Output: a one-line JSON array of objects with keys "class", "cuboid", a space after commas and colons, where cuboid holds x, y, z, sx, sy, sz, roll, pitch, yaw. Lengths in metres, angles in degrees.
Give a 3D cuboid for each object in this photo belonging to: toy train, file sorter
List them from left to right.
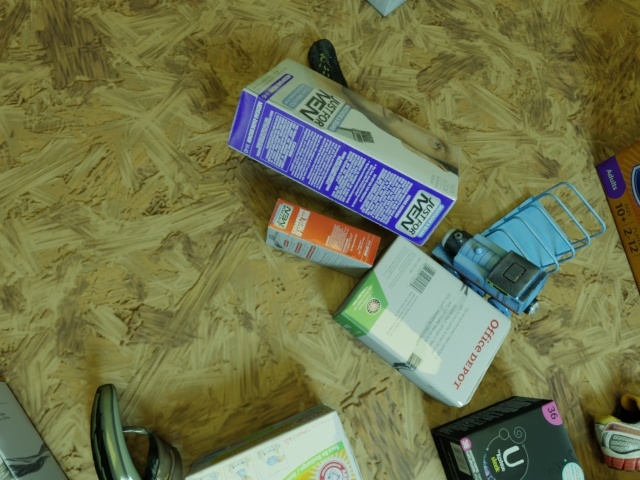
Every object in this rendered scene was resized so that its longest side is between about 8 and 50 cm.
[{"class": "toy train", "cuboid": [0.263, 0.045, 0.681, 0.080, 0.105, 0.184, -43, 58, -11]}, {"class": "file sorter", "cuboid": [0.372, -0.005, 0.737, 0.170, 0.104, 0.118, -33, 81, -16]}]

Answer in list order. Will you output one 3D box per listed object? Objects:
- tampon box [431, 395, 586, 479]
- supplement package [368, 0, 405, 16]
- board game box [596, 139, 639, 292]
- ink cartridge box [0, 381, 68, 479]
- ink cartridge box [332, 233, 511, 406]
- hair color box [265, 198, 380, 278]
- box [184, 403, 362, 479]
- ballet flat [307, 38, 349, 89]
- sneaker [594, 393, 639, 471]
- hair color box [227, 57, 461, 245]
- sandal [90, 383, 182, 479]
[{"class": "tampon box", "cuboid": [0.270, 0.315, 0.628, 0.160, 0.101, 0.121, -15, 78, -13]}, {"class": "supplement package", "cuboid": [0.123, -0.640, 0.831, 0.198, 0.199, 0.263, -42, 84, -18]}, {"class": "board game box", "cuboid": [0.774, -0.051, 0.683, 0.356, 0.356, 0.357, -6, 75, -11]}, {"class": "ink cartridge box", "cuboid": [-0.421, 0.344, 0.498, 0.211, 0.121, 0.289, -35, 82, -17]}, {"class": "ink cartridge box", "cuboid": [0.155, 0.124, 0.670, 0.219, 0.092, 0.160, 39, 71, 3]}, {"class": "hair color box", "cuboid": [0.000, 0.000, 0.682, 0.167, 0.093, 0.053, 20, 71, -3]}, {"class": "box", "cuboid": [-0.060, 0.310, 0.571, 0.203, 0.114, 0.103, -18, 78, -15]}, {"class": "ballet flat", "cuboid": [0.017, -0.292, 0.804, 0.057, 0.049, 0.173, -5, 78, -39]}, {"class": "sneaker", "cuboid": [0.547, 0.286, 0.689, 0.225, 0.088, 0.093, -16, 76, -13]}, {"class": "hair color box", "cuboid": [0.049, -0.151, 0.689, 0.338, 0.110, 0.185, 28, 40, -2]}, {"class": "sandal", "cuboid": [-0.216, 0.324, 0.557, 0.086, 0.120, 0.303, -25, 80, -43]}]
